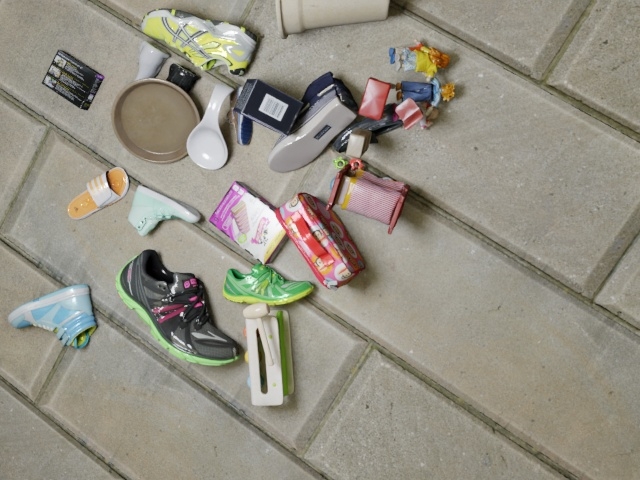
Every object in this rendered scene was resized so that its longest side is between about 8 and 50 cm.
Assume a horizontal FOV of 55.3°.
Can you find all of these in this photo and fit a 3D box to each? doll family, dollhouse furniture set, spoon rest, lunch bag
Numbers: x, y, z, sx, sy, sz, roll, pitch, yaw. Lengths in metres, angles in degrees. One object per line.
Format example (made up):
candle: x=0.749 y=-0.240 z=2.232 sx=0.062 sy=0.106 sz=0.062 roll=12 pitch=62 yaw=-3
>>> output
doll family: x=0.293 y=-0.449 z=1.723 sx=0.163 sy=0.118 sz=0.263 roll=-3 pitch=92 yaw=-11
dollhouse furniture set: x=0.167 y=-0.235 z=1.677 sx=0.201 sy=0.152 sz=0.374 roll=19 pitch=112 yaw=8
spoon rest: x=-0.336 y=-0.342 z=1.888 sx=0.137 sy=0.084 sz=0.276 roll=21 pitch=121 yaw=3
lunch bag: x=0.000 y=0.000 z=1.761 sx=0.120 sy=0.258 sz=0.293 roll=-36 pitch=83 yaw=13

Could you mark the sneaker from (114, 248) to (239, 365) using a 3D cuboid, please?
sneaker: x=-0.441 y=0.211 z=1.926 sx=0.483 sy=0.185 sz=0.202 roll=39 pitch=105 yaw=9

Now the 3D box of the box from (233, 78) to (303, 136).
box: x=-0.157 y=-0.391 z=1.789 sx=0.153 sy=0.207 sz=0.108 roll=24 pitch=96 yaw=-18

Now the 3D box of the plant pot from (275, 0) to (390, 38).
plant pot: x=0.044 y=-0.733 z=1.712 sx=0.305 sy=0.334 sz=0.334 roll=3 pitch=93 yaw=3

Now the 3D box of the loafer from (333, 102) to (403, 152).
loafer: x=0.142 y=-0.318 z=1.804 sx=0.223 sy=0.076 sz=0.078 roll=-30 pitch=77 yaw=10

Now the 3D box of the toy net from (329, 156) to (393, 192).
toy net: x=0.143 y=-0.175 z=1.829 sx=0.232 sy=0.045 sz=0.122 roll=12 pitch=94 yaw=12

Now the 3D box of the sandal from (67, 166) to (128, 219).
sandal: x=-0.757 y=-0.148 z=2.047 sx=0.265 sy=0.076 sz=0.102 roll=-33 pitch=84 yaw=14

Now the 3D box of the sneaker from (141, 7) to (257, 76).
sneaker: x=-0.393 y=-0.615 z=1.898 sx=0.385 sy=0.145 sz=0.147 roll=16 pitch=96 yaw=15

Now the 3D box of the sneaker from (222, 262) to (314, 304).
sneaker: x=-0.168 y=0.133 z=1.888 sx=0.295 sy=0.109 sz=0.123 roll=1 pitch=97 yaw=15

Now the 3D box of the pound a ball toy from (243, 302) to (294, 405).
pound a ball toy: x=-0.181 y=0.336 z=1.850 sx=0.136 sy=0.208 sz=0.319 roll=-4 pitch=92 yaw=15

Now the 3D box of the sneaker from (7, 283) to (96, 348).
sneaker: x=-0.908 y=0.292 z=2.082 sx=0.319 sy=0.127 sz=0.208 roll=-22 pitch=86 yaw=15

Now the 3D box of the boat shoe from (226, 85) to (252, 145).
boat shoe: x=-0.255 y=-0.388 z=1.917 sx=0.066 sy=0.066 sz=0.183 roll=2 pitch=90 yaw=27

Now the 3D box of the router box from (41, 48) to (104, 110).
router box: x=-0.837 y=-0.542 z=2.066 sx=0.179 sy=0.046 sz=0.133 roll=33 pitch=100 yaw=11

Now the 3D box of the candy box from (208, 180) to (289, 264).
candy box: x=-0.212 y=-0.056 z=1.911 sx=0.233 sy=0.071 sz=0.159 roll=37 pitch=100 yaw=10

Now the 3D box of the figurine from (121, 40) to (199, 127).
figurine: x=-0.530 y=-0.499 z=1.972 sx=0.215 sy=0.092 sz=0.209 roll=38 pitch=105 yaw=11

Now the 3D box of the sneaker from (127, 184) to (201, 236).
sneaker: x=-0.508 y=-0.067 z=1.975 sx=0.256 sy=0.094 sz=0.151 roll=23 pitch=92 yaw=23

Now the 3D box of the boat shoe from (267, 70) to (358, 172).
boat shoe: x=-0.037 y=-0.355 z=1.843 sx=0.340 sy=0.127 sz=0.158 roll=-34 pitch=52 yaw=26

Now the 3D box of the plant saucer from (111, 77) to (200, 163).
plant saucer: x=-0.517 y=-0.379 z=1.935 sx=0.278 sy=0.041 sz=0.278 roll=-1 pitch=119 yaw=-2
